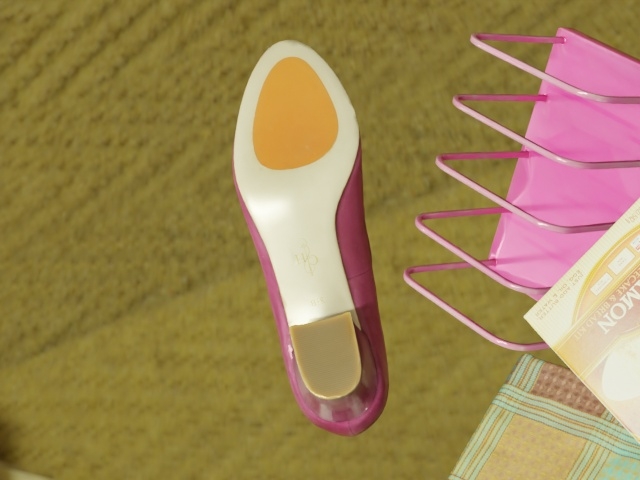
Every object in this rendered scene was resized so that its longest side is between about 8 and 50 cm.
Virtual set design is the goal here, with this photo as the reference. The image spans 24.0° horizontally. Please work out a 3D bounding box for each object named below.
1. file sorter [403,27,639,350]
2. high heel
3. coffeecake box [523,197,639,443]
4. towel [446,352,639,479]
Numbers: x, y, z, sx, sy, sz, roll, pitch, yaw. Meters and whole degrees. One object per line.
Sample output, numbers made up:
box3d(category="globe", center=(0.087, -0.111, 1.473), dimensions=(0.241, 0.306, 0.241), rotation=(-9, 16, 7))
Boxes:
box3d(category="file sorter", center=(0.228, -0.054, 1.564), dimensions=(0.182, 0.202, 0.291), rotation=(-4, 118, -40))
box3d(category="high heel", center=(0.000, 0.000, 0.951), dimensions=(0.082, 0.117, 0.244), rotation=(-15, 70, 1))
box3d(category="coffeecake box", center=(0.238, 0.064, 0.910), dimensions=(0.142, 0.185, 0.068), rotation=(-46, 140, 8))
box3d(category="towel", center=(0.277, 0.330, 1.927), dimensions=(0.370, 0.271, 0.040), rotation=(-58, 138, -18))
